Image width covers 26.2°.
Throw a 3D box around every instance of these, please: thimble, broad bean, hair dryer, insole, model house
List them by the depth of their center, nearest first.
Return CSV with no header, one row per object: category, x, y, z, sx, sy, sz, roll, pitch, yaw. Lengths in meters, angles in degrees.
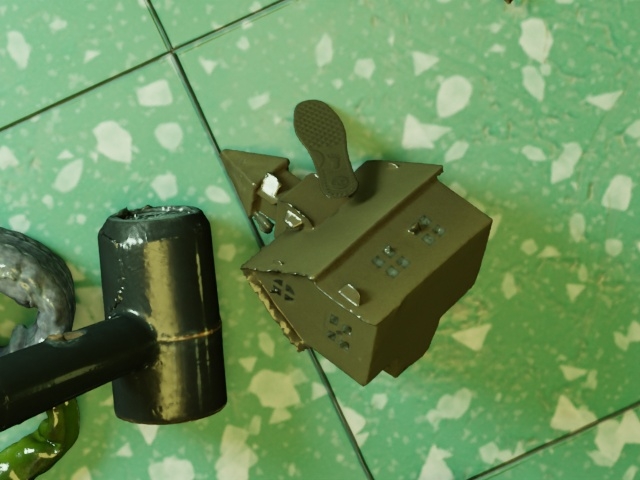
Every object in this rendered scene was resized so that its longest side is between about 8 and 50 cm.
hair dryer,-0.204,0.084,1.139,0.107,0.352,0.189,1,100,30
insole,0.004,-0.084,1.226,0.045,0.135,0.002,-12,136,-5
thimble,-0.295,0.064,1.235,0.150,0.098,0.150,-1,102,-5
model house,0.000,0.000,1.242,0.248,0.176,0.181,38,57,21
broad bean,-0.288,0.211,1.289,0.061,0.046,0.195,39,98,-21

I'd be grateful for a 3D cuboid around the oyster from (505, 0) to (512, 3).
oyster,0.167,-0.368,1.199,0.201,0.107,0.354,-34,120,11
